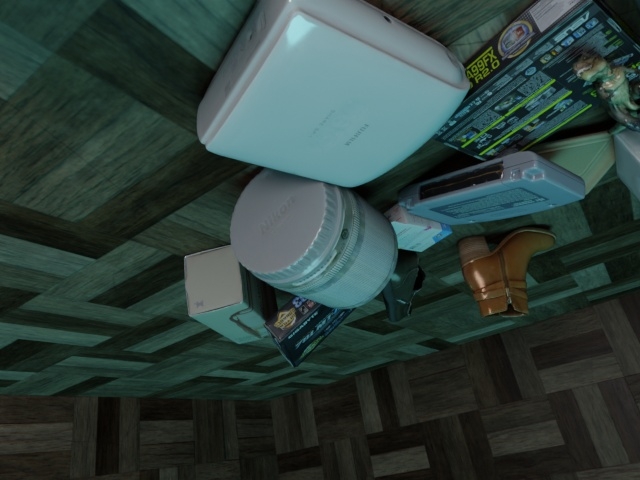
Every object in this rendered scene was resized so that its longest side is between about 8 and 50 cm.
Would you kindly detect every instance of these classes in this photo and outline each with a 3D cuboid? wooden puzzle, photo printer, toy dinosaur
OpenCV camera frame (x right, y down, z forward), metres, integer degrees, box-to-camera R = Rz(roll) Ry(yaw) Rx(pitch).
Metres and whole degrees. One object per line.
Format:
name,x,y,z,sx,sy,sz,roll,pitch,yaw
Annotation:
wooden puzzle,0.460,-0.144,0.954,0.239,0.044,0.221,-7,154,2
photo printer,0.025,-0.185,0.627,0.308,0.107,0.256,10,147,-35
toy dinosaur,0.435,-0.186,0.651,0.268,0.118,0.064,18,113,-47

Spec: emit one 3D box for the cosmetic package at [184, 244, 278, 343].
cosmetic package,-0.205,0.142,1.146,0.129,0.153,0.296,-15,155,6

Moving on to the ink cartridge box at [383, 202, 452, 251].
ink cartridge box,0.190,-0.031,1.047,0.182,0.061,0.104,8,148,-34

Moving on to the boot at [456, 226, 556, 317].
boot,0.512,0.085,1.220,0.284,0.220,0.109,-4,153,-13

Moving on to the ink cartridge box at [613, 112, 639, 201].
ink cartridge box,0.664,-0.189,0.791,0.278,0.117,0.201,-36,146,19

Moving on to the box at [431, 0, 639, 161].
box,0.314,-0.229,0.703,0.217,0.060,0.270,9,148,-36

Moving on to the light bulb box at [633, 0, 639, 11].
light bulb box,0.534,-0.303,0.453,0.361,0.225,0.358,15,144,-39

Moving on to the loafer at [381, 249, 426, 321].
loafer,0.236,0.134,1.311,0.130,0.133,0.366,-14,154,7

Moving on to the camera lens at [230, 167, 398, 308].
camera lens,0.000,0.000,0.859,0.220,0.219,0.274,-24,151,25

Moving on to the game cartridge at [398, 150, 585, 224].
game cartridge,0.325,-0.089,0.902,0.198,0.062,0.297,8,167,-37

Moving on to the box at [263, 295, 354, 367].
box,0.001,0.186,1.240,0.296,0.073,0.293,-41,159,-16
